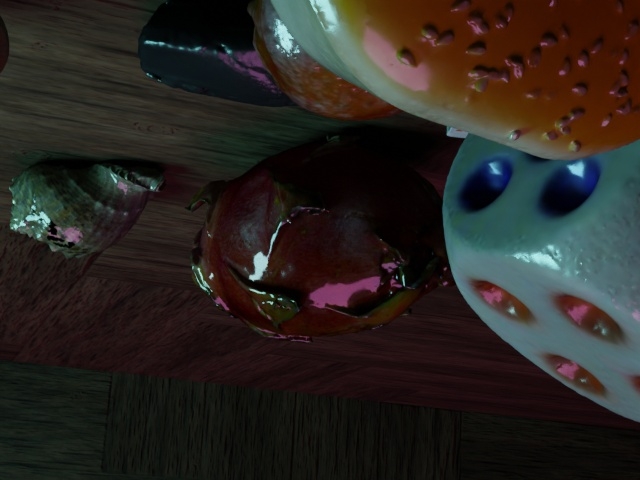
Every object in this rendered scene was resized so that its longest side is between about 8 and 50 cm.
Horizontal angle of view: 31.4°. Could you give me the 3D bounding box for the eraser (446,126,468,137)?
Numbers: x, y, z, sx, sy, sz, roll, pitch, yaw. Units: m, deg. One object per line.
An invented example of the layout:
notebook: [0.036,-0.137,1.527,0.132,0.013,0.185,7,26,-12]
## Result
eraser: [0.156,-0.131,1.093,0.052,0.029,0.122,4,163,-3]

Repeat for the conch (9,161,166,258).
conch: [-0.281,-0.052,1.383,0.207,0.130,0.155,-22,-166,9]

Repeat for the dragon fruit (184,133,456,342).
dragon fruit: [0.003,0.000,1.240,0.250,0.250,0.315,17,174,-40]

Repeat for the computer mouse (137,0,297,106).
computer mouse: [-0.050,-0.154,0.975,0.217,0.074,0.122,1,164,11]

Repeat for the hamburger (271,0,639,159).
hamburger: [0.106,-0.166,0.630,0.295,0.227,0.151,11,175,-36]

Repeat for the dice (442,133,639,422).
dice: [0.267,-0.009,0.949,0.259,0.243,0.251,40,165,-26]

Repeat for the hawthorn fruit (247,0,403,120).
hawthorn fruit: [0.036,-0.162,0.765,0.172,0.173,0.173,3,164,1]

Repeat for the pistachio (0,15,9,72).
pistachio: [-0.391,-0.157,0.881,0.292,0.162,0.182,5,137,-7]
